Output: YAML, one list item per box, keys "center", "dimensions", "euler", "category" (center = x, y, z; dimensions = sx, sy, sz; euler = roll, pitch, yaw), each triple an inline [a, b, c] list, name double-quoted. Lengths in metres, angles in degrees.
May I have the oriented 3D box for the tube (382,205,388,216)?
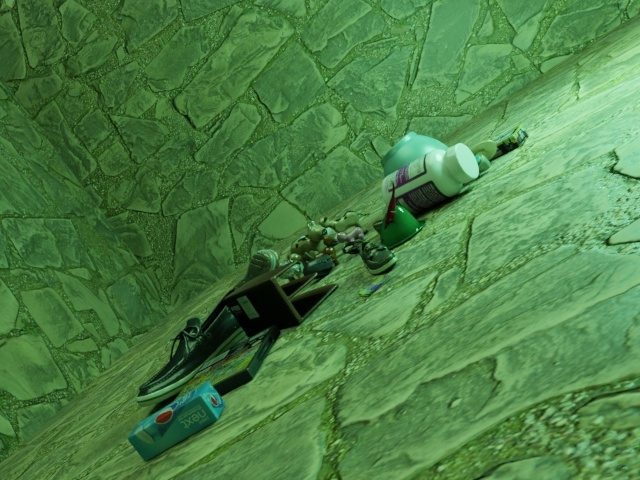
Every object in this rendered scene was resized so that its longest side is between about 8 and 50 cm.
- center: [0.285, -0.130, 2.014]
  dimensions: [0.080, 0.052, 0.207]
  euler: [-27, 4, 14]
  category: "tube"

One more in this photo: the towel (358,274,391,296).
- center: [0.137, 0.113, 1.246]
  dimensions: [0.083, 0.009, 0.060]
  euler: [-36, 9, -18]
  category: "towel"

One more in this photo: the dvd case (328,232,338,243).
- center: [-0.015, 0.012, 2.246]
  dimensions: [0.222, 0.018, 0.164]
  euler: [-14, 11, 12]
  category: "dvd case"

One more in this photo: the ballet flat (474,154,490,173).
- center: [0.486, -0.224, 1.700]
  dimensions: [0.213, 0.068, 0.072]
  euler: [-27, 47, 45]
  category: "ballet flat"

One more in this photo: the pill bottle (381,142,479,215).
- center: [0.365, -0.201, 1.651]
  dimensions: [0.302, 0.169, 0.169]
  euler: [-26, 11, 43]
  category: "pill bottle"

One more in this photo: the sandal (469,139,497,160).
- center: [0.532, -0.258, 1.757]
  dimensions: [0.240, 0.088, 0.079]
  euler: [-35, 35, 52]
  category: "sandal"

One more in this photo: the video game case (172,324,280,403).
- center: [-0.255, 0.350, 1.330]
  dimensions: [0.275, 0.035, 0.248]
  euler: [-31, 8, 18]
  category: "video game case"

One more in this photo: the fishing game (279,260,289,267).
- center: [-0.215, 0.141, 2.441]
  dimensions: [0.189, 0.041, 0.264]
  euler: [-36, 10, -10]
  category: "fishing game"

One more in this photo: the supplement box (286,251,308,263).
- center: [-0.103, 0.082, 2.163]
  dimensions: [0.055, 0.083, 0.043]
  euler: [-31, 8, 28]
  category: "supplement box"

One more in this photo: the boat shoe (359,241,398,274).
- center: [0.151, 0.041, 1.395]
  dimensions: [0.080, 0.073, 0.223]
  euler: [-35, 7, -5]
  category: "boat shoe"

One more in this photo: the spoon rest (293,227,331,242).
- center: [-0.047, -0.004, 2.454]
  dimensions: [0.276, 0.084, 0.137]
  euler: [-38, 9, -38]
  category: "spoon rest"

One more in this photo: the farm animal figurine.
- center: [0.000, 0.000, 1.911]
  dimensions: [0.327, 0.172, 0.330]
  euler: [-29, 9, 35]
  category: "farm animal figurine"

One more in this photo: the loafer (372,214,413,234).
- center: [0.251, -0.055, 1.682]
  dimensions: [0.148, 0.050, 0.056]
  euler: [-10, 24, 33]
  category: "loafer"

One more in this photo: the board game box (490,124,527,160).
- center: [0.651, -0.344, 1.797]
  dimensions: [0.170, 0.048, 0.141]
  euler: [-27, 8, 43]
  category: "board game box"

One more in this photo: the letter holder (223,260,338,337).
- center: [-0.119, 0.159, 1.523]
  dimensions: [0.214, 0.152, 0.302]
  euler: [-38, 8, -39]
  category: "letter holder"

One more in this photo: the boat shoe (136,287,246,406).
- center: [-0.399, 0.333, 1.598]
  dimensions: [0.500, 0.156, 0.187]
  euler: [-41, 12, -37]
  category: "boat shoe"

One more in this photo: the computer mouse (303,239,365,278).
- center: [0.046, 0.061, 1.714]
  dimensions: [0.242, 0.071, 0.041]
  euler: [-30, -31, 3]
  category: "computer mouse"

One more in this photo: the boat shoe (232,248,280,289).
- center: [-0.249, 0.171, 1.933]
  dimensions: [0.324, 0.123, 0.116]
  euler: [-55, -15, 21]
  category: "boat shoe"

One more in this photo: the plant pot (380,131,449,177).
- center: [0.360, -0.298, 1.932]
  dimensions: [0.293, 0.196, 0.293]
  euler: [-42, -4, -4]
  category: "plant pot"

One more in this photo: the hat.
- center: [0.213, -0.089, 1.532]
  dimensions: [0.209, 0.183, 0.173]
  euler: [-28, 9, 36]
  category: "hat"

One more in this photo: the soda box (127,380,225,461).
- center: [-0.324, 0.408, 1.113]
  dimensions: [0.210, 0.071, 0.067]
  euler: [-33, 7, 10]
  category: "soda box"
